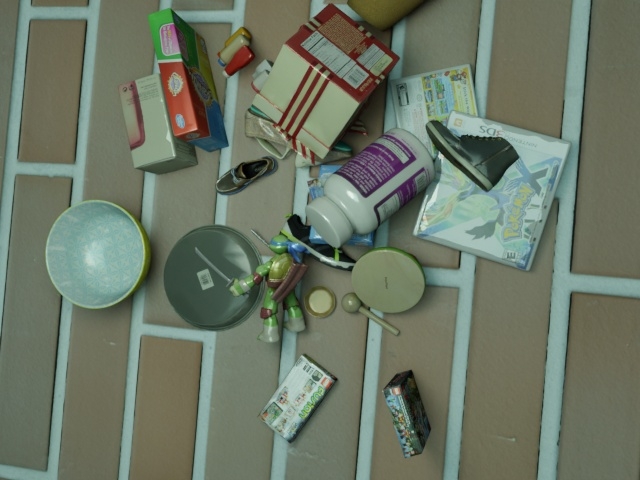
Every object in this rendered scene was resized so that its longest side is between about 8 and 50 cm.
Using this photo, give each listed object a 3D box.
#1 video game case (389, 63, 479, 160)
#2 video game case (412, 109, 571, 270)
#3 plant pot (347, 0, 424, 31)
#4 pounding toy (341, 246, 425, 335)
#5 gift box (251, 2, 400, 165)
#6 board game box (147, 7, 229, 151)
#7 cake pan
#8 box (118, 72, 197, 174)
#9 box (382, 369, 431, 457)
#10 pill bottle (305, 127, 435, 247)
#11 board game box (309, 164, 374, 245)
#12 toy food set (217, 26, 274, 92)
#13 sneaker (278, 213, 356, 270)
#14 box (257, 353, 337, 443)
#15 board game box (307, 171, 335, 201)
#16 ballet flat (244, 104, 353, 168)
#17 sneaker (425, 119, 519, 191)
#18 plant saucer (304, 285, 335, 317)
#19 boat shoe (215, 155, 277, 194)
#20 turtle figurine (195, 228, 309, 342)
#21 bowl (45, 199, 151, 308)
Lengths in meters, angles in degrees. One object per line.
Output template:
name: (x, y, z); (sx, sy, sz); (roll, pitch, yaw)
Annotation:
video game case: (0.295, -0.318, 1.777); (0.207, 0.026, 0.226); (-9, 85, 13)
video game case: (0.416, -0.124, 1.719); (0.300, 0.036, 0.328); (18, 97, 11)
plant pot: (0.187, -0.659, 1.732); (0.237, 0.237, 0.254); (43, 113, 11)
pounding toy: (0.169, 0.098, 1.766); (0.183, 0.110, 0.236); (24, 123, 2)
gift box: (0.017, -0.355, 1.684); (0.276, 0.258, 0.255); (43, 54, 1)
board game box: (-0.339, -0.406, 1.817); (0.064, 0.242, 0.316); (-15, 85, 10)
cake pan: (-0.297, 0.101, 1.883); (0.293, 0.054, 0.293); (0, 88, 13)
box: (-0.436, -0.309, 1.882); (0.127, 0.149, 0.232); (-13, 85, 12)
box: (0.209, 0.405, 1.662); (0.044, 0.233, 0.159); (-19, 84, 13)
pill bottle: (0.115, -0.121, 1.665); (0.302, 0.169, 0.169); (-38, 79, -16)
board game box: (0.065, -0.092, 1.778); (0.160, 0.039, 0.211); (3, 68, 13)
toy food set: (-0.193, -0.452, 1.855); (0.104, 0.111, 0.232); (-39, 81, 21)
sneaker: (0.000, 0.000, 1.803); (0.235, 0.084, 0.097); (27, 93, 13)
box: (-0.060, 0.412, 1.825); (0.114, 0.036, 0.207); (36, 96, 12)
board game box: (0.020, -0.123, 1.768); (0.090, 0.020, 0.090); (-18, 64, 2)
ballet flat: (-0.064, -0.253, 1.831); (0.316, 0.107, 0.106); (27, 114, 18)
sneaker: (0.362, -0.232, 1.677); (0.222, 0.083, 0.118); (45, 89, 5)
plant saucer: (-0.001, 0.160, 1.832); (0.084, 0.015, 0.083); (-1, 87, 14)
boat shoe: (-0.208, -0.180, 1.866); (0.183, 0.066, 0.066); (-27, 82, 11)
turtle figurine: (-0.140, 0.108, 1.786); (0.275, 0.198, 0.266); (-2, 105, 15)
bowl: (-0.574, 0.037, 1.896); (0.290, 0.156, 0.289); (0, 88, 13)
